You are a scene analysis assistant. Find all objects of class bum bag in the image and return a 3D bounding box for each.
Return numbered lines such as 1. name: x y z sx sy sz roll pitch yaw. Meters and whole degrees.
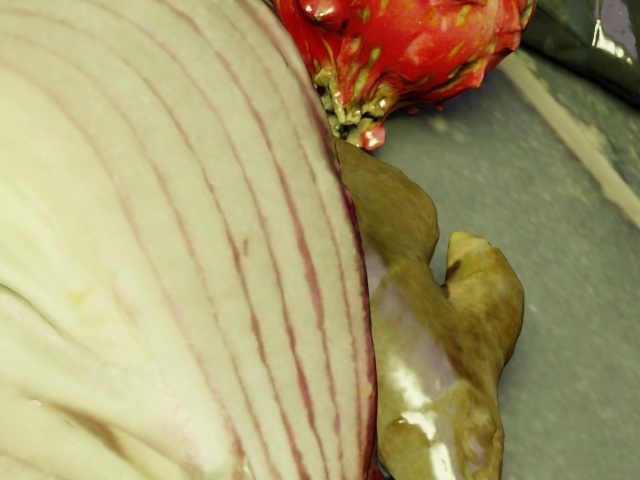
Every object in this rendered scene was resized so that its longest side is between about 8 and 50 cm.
1. bum bag: 0.133 -0.159 1.144 0.310 0.074 0.137 30 31 -15

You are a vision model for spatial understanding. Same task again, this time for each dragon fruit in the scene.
1. dragon fruit: 0.027 -0.108 0.975 0.153 0.153 0.111 31 59 -13

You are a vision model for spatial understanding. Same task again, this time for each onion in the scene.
1. onion: -0.095 0.045 0.697 0.349 0.267 0.159 54 -6 -20

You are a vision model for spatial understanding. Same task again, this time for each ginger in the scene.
1. ginger: -0.002 -0.002 0.889 0.166 0.080 0.333 -33 76 -37

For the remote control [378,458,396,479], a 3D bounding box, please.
1. remote control: -0.030 0.092 0.798 0.090 0.066 0.266 -40 87 -5
